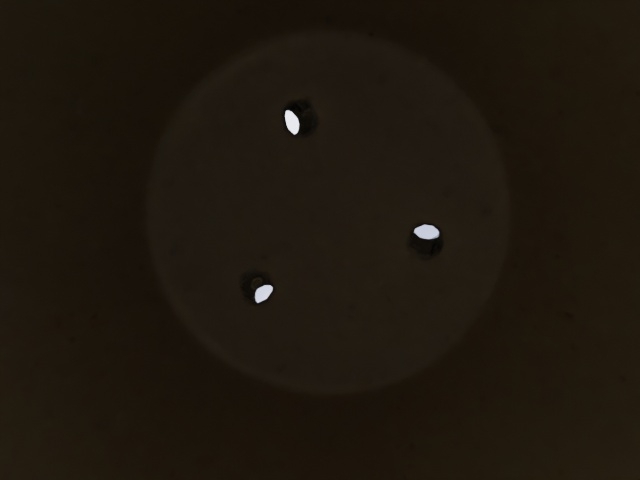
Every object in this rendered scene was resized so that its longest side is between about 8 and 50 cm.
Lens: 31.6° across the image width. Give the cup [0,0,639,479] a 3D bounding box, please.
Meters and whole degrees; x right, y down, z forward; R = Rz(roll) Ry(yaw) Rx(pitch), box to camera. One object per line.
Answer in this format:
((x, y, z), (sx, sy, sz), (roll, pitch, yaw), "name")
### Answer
((0.000, 0.000, 0.410), (0.331, 0.237, 0.331), (0, -83, 3), "cup")
